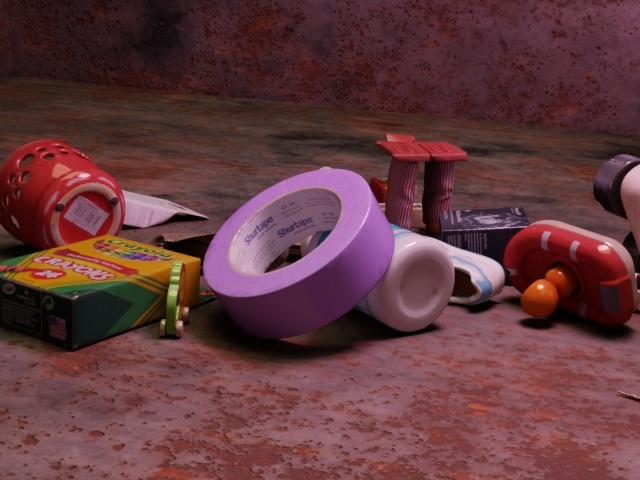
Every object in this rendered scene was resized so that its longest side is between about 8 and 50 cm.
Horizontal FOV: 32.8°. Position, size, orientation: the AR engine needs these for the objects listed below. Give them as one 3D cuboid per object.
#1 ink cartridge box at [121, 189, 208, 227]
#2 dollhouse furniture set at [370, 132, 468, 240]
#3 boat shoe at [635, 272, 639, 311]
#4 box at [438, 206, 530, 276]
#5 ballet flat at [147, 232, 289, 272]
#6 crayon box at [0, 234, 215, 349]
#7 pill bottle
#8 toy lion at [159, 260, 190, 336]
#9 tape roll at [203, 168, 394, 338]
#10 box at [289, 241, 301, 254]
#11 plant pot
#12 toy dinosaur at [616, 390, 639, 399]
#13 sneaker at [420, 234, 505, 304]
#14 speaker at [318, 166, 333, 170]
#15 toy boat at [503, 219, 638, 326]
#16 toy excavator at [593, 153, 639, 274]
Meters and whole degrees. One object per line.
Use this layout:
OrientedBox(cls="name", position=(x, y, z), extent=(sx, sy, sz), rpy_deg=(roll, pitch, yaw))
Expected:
OrientedBox(cls="ink cartridge box", position=(-0.371, -0.063, 2.193), extent=(0.232, 0.066, 0.189), rpy_deg=(18, 2, -40))
OrientedBox(cls="dollhouse furniture set", position=(0.152, -0.114, 2.167), extent=(0.152, 0.201, 0.374), rpy_deg=(-1, 16, -15))
OrientedBox(cls="boat shoe", position=(0.519, 0.082, 1.791), extent=(0.170, 0.059, 0.063), rpy_deg=(15, 19, 37))
OrientedBox(cls="box", position=(0.292, 0.003, 1.938), extent=(0.158, 0.093, 0.156), rpy_deg=(-2, 14, 5))
OrientedBox(cls="ballet flat", position=(-0.177, 0.017, 1.830), extent=(0.249, 0.084, 0.058), rpy_deg=(2, -1, 14))
OrientedBox(cls="crayon box", position=(-0.325, 0.064, 1.636), extent=(0.202, 0.081, 0.318), rpy_deg=(12, 17, 31))
OrientedBox(cls="pill bottle", position=(0.076, 0.037, 1.696), extent=(0.146, 0.146, 0.264), rpy_deg=(-7, 19, -33))
OrientedBox(cls="toy lion", position=(-0.209, 0.080, 1.570), extent=(0.034, 0.096, 0.100), rpy_deg=(3, 16, 1))
OrientedBox(cls="tape roll", position=(-0.033, 0.016, 1.594), extent=(0.274, 0.090, 0.275), rpy_deg=(-21, 33, 14))
OrientedBox(cls="box", position=(-0.026, -0.025, 2.033), extent=(0.164, 0.021, 0.201), rpy_deg=(5, 25, 39))
OrientedBox(cls="plant pot", position=(-0.449, -0.061, 1.883), extent=(0.191, 0.191, 0.174), rpy_deg=(-9, 27, -38))
OrientedBox(cls="toy dinosaur", position=(0.504, 0.184, 1.389), extent=(0.211, 0.064, 0.112), rpy_deg=(-24, 4, -6))
OrientedBox(cls="sneaker", position=(0.184, 0.049, 1.794), extent=(0.228, 0.088, 0.092), rpy_deg=(10, 18, 31))
OrientedBox(cls="speaker", position=(0.032, -0.128, 2.472), extent=(0.055, 0.055, 0.136), rpy_deg=(-1, 16, -17))
OrientedBox(cls="toy boat", position=(0.372, 0.067, 1.705), extent=(0.151, 0.151, 0.231), rpy_deg=(-31, 30, -25))
OrientedBox(cls="toy excavator", position=(0.758, -0.027, 1.871), extent=(0.445, 0.433, 0.222), rpy_deg=(-29, 22, -9))
